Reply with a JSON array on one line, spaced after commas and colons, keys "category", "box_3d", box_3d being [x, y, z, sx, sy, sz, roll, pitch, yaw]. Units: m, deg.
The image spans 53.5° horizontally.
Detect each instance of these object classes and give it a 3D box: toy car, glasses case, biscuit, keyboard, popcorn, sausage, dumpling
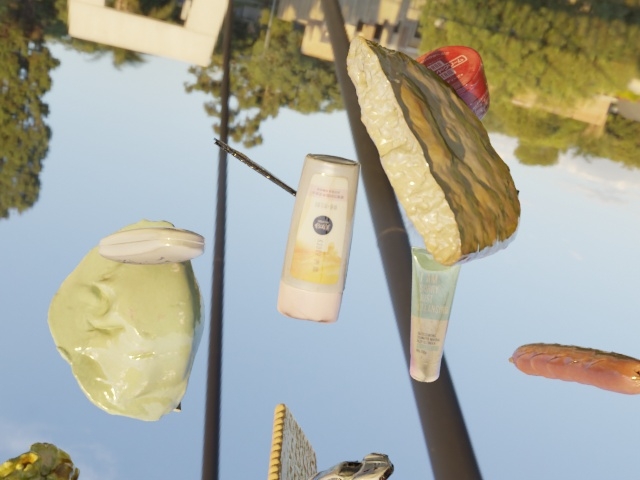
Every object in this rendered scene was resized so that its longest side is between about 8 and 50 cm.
[{"category": "toy car", "box_3d": [0.019, 0.197, 0.520, 0.025, 0.093, 0.041, 57, -156, -1]}, {"category": "glasses case", "box_3d": [-0.245, 0.009, 0.914, 0.197, 0.050, 0.076, -5, 168, 39]}, {"category": "biscuit", "box_3d": [-0.048, 0.407, 1.058, 0.030, 0.160, 0.250, -21, -153, 12]}, {"category": "keyboard", "box_3d": [-0.100, -0.117, 1.081, 0.196, 0.015, 0.074, 32, -174, -13]}, {"category": "biscuit", "box_3d": [0.220, -0.166, 1.175, 0.446, 0.104, 0.430, -10, -111, -56]}, {"category": "popcorn", "box_3d": [-0.485, 0.422, 1.085, 0.162, 0.136, 0.141, 18, -179, -35]}, {"category": "sausage", "box_3d": [0.544, 0.267, 1.370, 0.087, 0.088, 0.433, 9, 173, -17]}, {"category": "dumpling", "box_3d": [-0.337, 0.158, 1.202, 0.269, 0.212, 0.321, -23, -130, 5]}]

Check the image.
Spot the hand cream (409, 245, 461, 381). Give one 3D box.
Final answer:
[{"category": "hand cream", "box_3d": [0.245, 0.164, 1.394, 0.111, 0.313, 0.070, 6, -155, 13]}]

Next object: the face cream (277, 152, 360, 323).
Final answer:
[{"category": "face cream", "box_3d": [0.000, 0.000, 1.020, 0.107, 0.270, 0.073, 12, -162, 5]}]

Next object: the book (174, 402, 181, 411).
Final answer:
[{"category": "book", "box_3d": [-0.471, 0.399, 1.865, 0.138, 0.016, 0.199, 29, -147, -38]}]

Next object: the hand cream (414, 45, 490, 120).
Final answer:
[{"category": "hand cream", "box_3d": [0.294, -0.350, 1.481, 0.193, 0.125, 0.193, -14, -136, 14]}]
